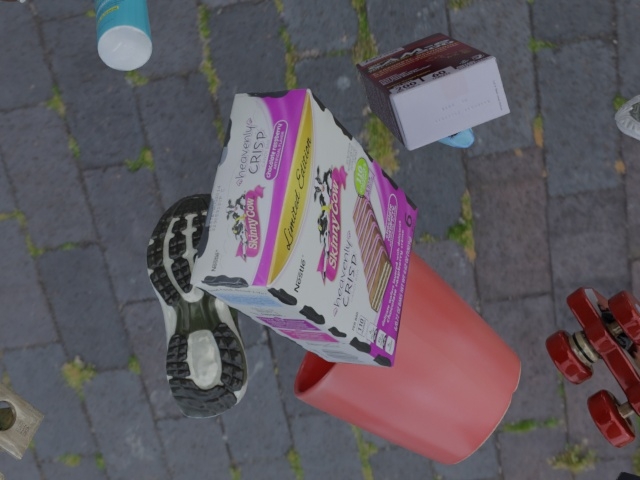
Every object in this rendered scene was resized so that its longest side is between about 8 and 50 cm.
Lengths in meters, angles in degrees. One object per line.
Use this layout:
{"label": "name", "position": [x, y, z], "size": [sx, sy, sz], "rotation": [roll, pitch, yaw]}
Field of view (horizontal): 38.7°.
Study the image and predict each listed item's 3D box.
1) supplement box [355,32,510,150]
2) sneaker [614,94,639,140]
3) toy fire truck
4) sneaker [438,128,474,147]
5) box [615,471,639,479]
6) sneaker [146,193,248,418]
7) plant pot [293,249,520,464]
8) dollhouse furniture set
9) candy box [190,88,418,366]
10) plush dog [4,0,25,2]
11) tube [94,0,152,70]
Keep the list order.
{"label": "supplement box", "position": [0.133, -0.194, 1.142], "size": [0.130, 0.239, 0.073], "rotation": [-21, 111, -1]}
{"label": "sneaker", "position": [0.524, -0.136, 1.272], "size": [0.090, 0.232, 0.115], "rotation": [-54, 140, -17]}
{"label": "toy fire truck", "position": [0.552, 0.220, 1.627], "size": [0.169, 0.254, 0.302], "rotation": [-38, 69, 21]}
{"label": "sneaker", "position": [0.217, -0.203, 1.642], "size": [0.162, 0.073, 0.063], "rotation": [25, 115, -31]}
{"label": "box", "position": [0.429, 0.554, 1.217], "size": [0.179, 0.312, 0.343], "rotation": [10, 119, 39]}
{"label": "sneaker", "position": [-0.206, 0.119, 1.599], "size": [0.158, 0.182, 0.410], "rotation": [-7, 69, 2]}
{"label": "plant pot", "position": [0.133, 0.177, 1.312], "size": [0.243, 0.275, 0.275], "rotation": [36, 110, -7]}
{"label": "dollhouse furniture set", "position": [-0.432, 0.240, 1.011], "size": [0.182, 0.160, 0.101], "rotation": [-13, 132, 38]}
{"label": "candy box", "position": [0.000, 0.000, 0.752], "size": [0.071, 0.233, 0.159], "rotation": [1, 70, 29]}
{"label": "plush dog", "position": [-0.499, -0.547, 1.566], "size": [0.226, 0.262, 0.210], "rotation": [-18, 126, -21]}
{"label": "tube", "position": [-0.211, -0.259, 0.958], "size": [0.080, 0.207, 0.052], "rotation": [-34, 134, 18]}
